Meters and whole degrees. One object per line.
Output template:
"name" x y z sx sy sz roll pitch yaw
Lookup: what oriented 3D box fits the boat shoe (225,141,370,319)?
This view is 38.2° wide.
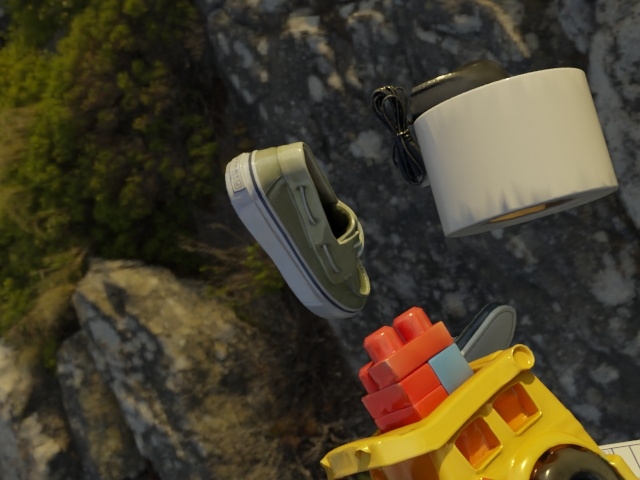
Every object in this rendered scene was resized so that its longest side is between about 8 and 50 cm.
"boat shoe" 0.000 0.000 1.057 0.094 0.302 0.109 -16 54 18

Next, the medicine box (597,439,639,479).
"medicine box" 0.602 0.463 1.510 0.263 0.289 0.149 -99 -1 -56

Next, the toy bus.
"toy bus" 0.078 0.164 0.644 0.211 0.220 0.149 56 147 1

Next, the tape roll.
"tape roll" 0.267 -0.116 1.278 0.246 0.246 0.169 -21 82 49

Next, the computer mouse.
"computer mouse" 0.238 -0.227 1.615 0.188 0.272 0.072 65 163 -12

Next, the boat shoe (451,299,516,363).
"boat shoe" 0.199 0.185 1.350 0.079 0.095 0.254 51 129 45
